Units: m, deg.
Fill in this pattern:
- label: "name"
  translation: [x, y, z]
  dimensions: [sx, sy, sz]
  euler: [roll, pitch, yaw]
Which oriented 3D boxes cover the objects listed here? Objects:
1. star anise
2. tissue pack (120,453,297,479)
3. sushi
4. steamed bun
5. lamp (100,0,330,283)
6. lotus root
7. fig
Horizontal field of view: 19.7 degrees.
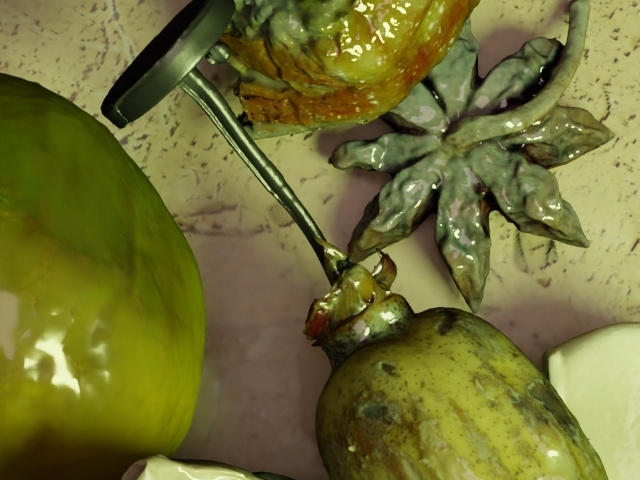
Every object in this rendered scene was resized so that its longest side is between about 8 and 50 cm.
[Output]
- label: "star anise"
  translation: [0.113, -0.079, 1.330]
  dimensions: [0.230, 0.081, 0.262]
  euler: [40, 87, 21]
- label: "tissue pack"
  translation: [-0.141, 0.281, 1.160]
  dimensions: [0.195, 0.390, 0.375]
  euler: [42, 92, 18]
- label: "sushi"
  translation: [0.012, -0.196, 1.283]
  dimensions: [0.184, 0.139, 0.274]
  euler: [24, 76, 26]
- label: "steamed bun"
  translation: [0.238, 0.177, 1.273]
  dimensions: [0.164, 0.146, 0.242]
  euler: [-2, 85, 6]
- label: "lamp"
  translation: [-0.030, -0.001, 1.279]
  dimensions: [0.371, 0.108, 0.130]
  euler: [57, 49, -31]
- label: "lotus root"
  translation: [0.073, 0.121, 1.186]
  dimensions: [0.154, 0.154, 0.278]
  euler: [-36, 74, -4]
- label: "fig"
  translation: [-0.234, 0.039, 1.201]
  dimensions: [0.343, 0.343, 0.343]
  euler: [0, 85, -1]
